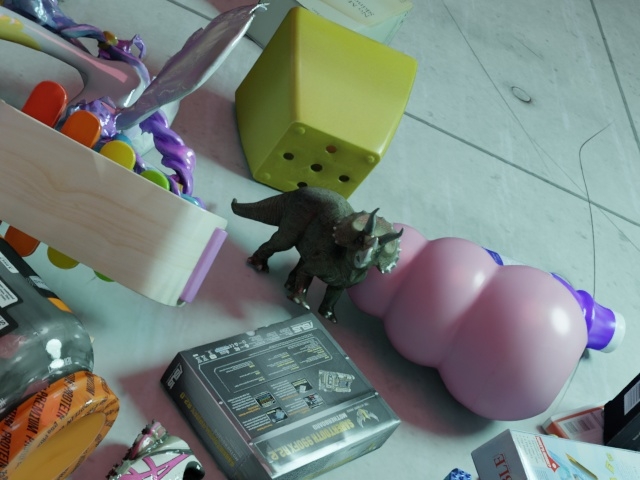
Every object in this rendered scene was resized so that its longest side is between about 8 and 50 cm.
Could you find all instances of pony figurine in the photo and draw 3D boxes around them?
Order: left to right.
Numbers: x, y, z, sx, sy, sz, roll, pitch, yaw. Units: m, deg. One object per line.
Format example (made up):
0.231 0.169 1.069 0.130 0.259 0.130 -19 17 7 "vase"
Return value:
-0.261 -0.176 1.494 0.363 0.303 0.351 31 66 -11 "pony figurine"

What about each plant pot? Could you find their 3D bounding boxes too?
0.001 -0.174 1.738 0.212 0.212 0.187 21 48 -19 "plant pot"

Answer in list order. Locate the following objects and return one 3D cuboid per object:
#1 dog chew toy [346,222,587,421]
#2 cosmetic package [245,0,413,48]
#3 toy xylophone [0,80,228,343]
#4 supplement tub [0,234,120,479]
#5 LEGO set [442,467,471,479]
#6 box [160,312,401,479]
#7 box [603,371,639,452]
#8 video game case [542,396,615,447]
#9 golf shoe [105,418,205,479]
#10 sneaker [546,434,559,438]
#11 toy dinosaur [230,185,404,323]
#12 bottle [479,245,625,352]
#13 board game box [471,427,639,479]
0.176 0.092 1.559 0.332 0.206 0.206 30 33 9 "dog chew toy"
0.020 -0.395 2.101 0.160 0.113 0.309 40 33 9 "cosmetic package"
-0.280 -0.019 1.323 0.323 0.236 0.081 36 0 0 "toy xylophone"
-0.355 0.083 1.098 0.338 0.207 0.207 45 35 15 "supplement tub"
0.191 0.319 1.366 0.087 0.093 0.227 26 34 -12 "LEGO set"
-0.042 0.186 1.369 0.231 0.056 0.183 -14 57 -48 "box"
0.495 0.244 1.614 0.158 0.156 0.093 30 34 -6 "box"
0.450 0.340 1.621 0.204 0.025 0.285 -5 49 -44 "video game case"
-0.174 0.252 1.165 0.086 0.067 0.186 37 33 1 "golf shoe"
0.296 0.308 1.509 0.059 0.053 0.144 9 33 -30 "sneaker"
0.000 0.000 1.529 0.121 0.160 0.313 31 5 -38 "toy dinosaur"
0.318 0.097 1.753 0.283 0.092 0.118 19 37 -22 "bottle"
0.336 0.382 1.342 0.318 0.066 0.318 18 45 -42 "board game box"
